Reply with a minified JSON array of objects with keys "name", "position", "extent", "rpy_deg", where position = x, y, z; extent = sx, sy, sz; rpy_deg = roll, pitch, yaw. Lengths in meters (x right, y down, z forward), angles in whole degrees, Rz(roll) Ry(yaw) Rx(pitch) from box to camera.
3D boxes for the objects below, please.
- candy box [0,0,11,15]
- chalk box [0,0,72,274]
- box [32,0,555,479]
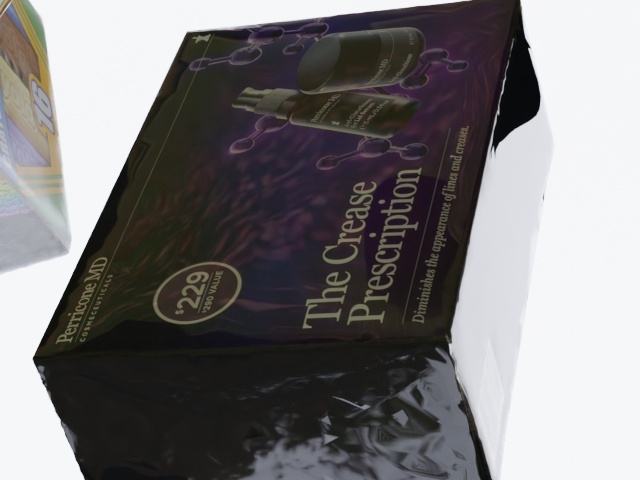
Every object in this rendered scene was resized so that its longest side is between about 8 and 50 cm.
[{"name":"candy box","position":[-0.140,-0.123,0.695],"extent":[0.053,0.186,0.109],"rpy_deg":[25,-126,-21]},{"name":"chalk box","position":[-0.277,-0.103,1.001],"extent":[0.180,0.289,0.179],"rpy_deg":[-16,-118,7]},{"name":"box","position":[0.000,0.000,0.852],"extent":[0.184,0.103,0.261],"rpy_deg":[-6,-144,18]}]
